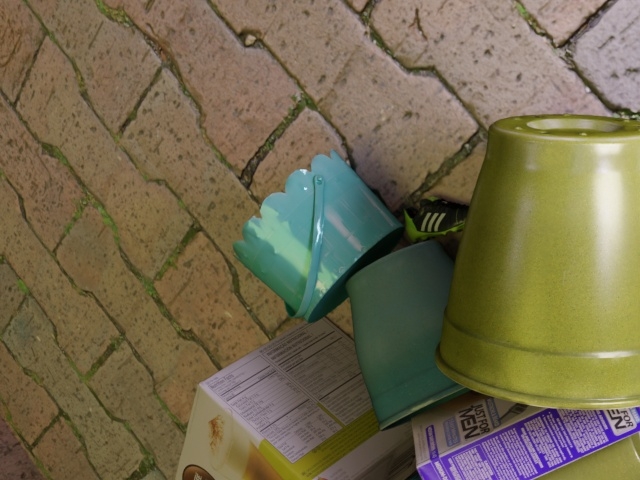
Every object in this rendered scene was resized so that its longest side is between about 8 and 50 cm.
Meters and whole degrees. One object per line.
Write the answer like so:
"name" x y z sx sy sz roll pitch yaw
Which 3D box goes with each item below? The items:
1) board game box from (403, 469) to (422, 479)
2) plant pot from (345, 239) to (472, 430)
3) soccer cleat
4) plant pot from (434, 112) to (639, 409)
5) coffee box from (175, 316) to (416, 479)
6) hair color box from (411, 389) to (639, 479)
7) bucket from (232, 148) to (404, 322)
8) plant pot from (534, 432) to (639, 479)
"board game box" 0.277 0.541 2.062 0.336 0.254 0.079 55 140 7
"plant pot" 0.172 0.148 1.958 0.271 0.271 0.255 -38 71 49
"soccer cleat" 0.205 -0.043 1.958 0.179 0.060 0.072 -16 91 50
"plant pot" 0.352 0.007 1.655 0.366 0.366 0.353 13 108 41
"coffee box" -0.037 0.409 2.240 0.334 0.338 0.338 38 134 24
"hair color box" 0.313 0.279 1.796 0.338 0.185 0.110 -25 103 8
"bucket" 0.000 0.000 2.037 0.183 0.281 0.281 45 137 12
"plant pot" 0.417 0.393 1.866 0.293 0.275 0.275 -38 83 32
